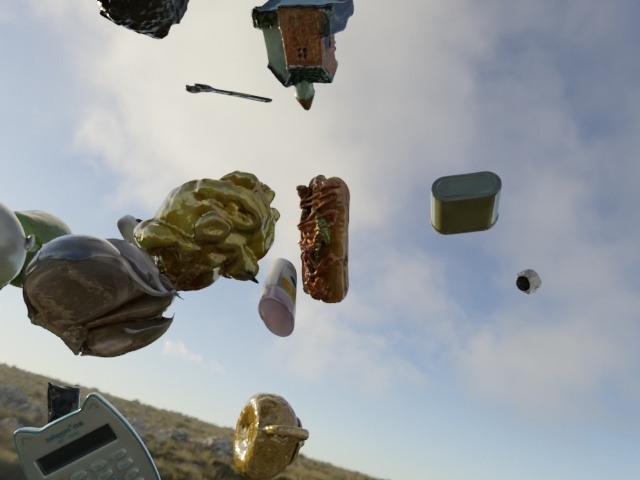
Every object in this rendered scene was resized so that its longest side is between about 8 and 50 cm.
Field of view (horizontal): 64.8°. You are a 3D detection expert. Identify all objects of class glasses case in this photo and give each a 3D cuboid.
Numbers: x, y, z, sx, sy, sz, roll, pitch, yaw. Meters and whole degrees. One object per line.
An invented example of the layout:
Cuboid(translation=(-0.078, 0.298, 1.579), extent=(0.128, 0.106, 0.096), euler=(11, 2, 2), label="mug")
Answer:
Cuboid(translation=(-0.506, 0.002, 1.410), extent=(0.063, 0.041, 0.164), euler=(-18, -67, 25), label="glasses case")

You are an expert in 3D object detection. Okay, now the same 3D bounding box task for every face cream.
Cuboid(translation=(-0.096, 0.126, 1.193), extent=(0.073, 0.269, 0.107), euler=(-29, -75, 8), label="face cream")

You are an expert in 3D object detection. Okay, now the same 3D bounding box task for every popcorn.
Cuboid(translation=(-0.225, -0.006, 1.124), extent=(0.281, 0.315, 0.297), euler=(47, -10, 26), label="popcorn")

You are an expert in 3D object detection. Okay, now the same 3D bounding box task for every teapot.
Cuboid(translation=(-0.109, 0.487, 1.251), extent=(0.167, 0.203, 0.311), euler=(18, -32, -20), label="teapot")

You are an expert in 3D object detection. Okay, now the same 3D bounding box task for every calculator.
Cuboid(translation=(-0.539, 0.563, 1.214), extent=(0.386, 0.256, 0.054), euler=(66, -10, -12), label="calculator")

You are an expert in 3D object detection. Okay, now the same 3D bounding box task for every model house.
Cuboid(translation=(-0.042, -0.502, 1.361), extent=(0.253, 0.184, 0.291), euler=(13, -57, 25), label="model house")

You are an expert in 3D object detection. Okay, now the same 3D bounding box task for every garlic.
Cuboid(translation=(-0.395, 0.100, 0.915), extent=(0.292, 0.237, 0.210), euler=(-32, -5, 16), label="garlic")

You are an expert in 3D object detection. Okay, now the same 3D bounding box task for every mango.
Cuboid(translation=(-0.807, 0.017, 1.394), extent=(0.201, 0.225, 0.382), euler=(28, -16, 2), label="mango")

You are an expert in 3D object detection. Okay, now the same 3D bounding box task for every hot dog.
Cuboid(translation=(0.000, 0.000, 1.344), extent=(0.117, 0.349, 0.158), euler=(-7, 14, -37), label="hot dog")

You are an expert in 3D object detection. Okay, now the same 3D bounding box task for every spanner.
Cuboid(translation=(-0.306, -0.507, 1.742), extent=(0.315, 0.024, 0.087), euler=(1, 0, -32), label="spanner")

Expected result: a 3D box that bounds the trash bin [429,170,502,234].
Cuboid(translation=(0.499, -0.128, 1.754), extent=(0.243, 0.121, 0.247), euler=(-7, -26, 12), label="trash bin")

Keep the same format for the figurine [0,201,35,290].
Cuboid(translation=(-0.749, 0.019, 1.101), extent=(0.226, 0.275, 0.394), euler=(6, -27, -27), label="figurine")

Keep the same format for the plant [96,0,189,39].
Cuboid(translation=(-0.499, -0.670, 1.279), extent=(0.213, 0.215, 0.312), euler=(-32, -11, 21), label="plant")

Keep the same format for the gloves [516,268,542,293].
Cuboid(translation=(0.327, 0.067, 0.794), extent=(0.037, 0.044, 0.081), euler=(-2, 9, 26), label="gloves")

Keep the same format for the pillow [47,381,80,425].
Cuboid(translation=(-0.668, 0.444, 1.315), extent=(0.090, 0.150, 0.048), euler=(14, -39, -41), label="pillow")
